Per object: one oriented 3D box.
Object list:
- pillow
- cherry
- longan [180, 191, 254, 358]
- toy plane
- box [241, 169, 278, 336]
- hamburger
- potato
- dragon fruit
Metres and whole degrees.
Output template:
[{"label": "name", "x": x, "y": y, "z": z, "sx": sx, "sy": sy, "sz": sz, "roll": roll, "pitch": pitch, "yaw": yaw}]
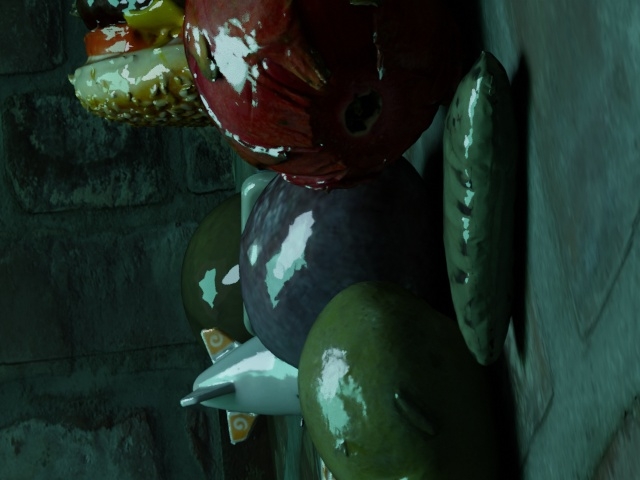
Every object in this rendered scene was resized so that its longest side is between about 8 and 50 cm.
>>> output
[{"label": "pillow", "x": 0.113, "y": -0.030, "z": 1.253, "sx": 0.093, "sy": 0.051, "sz": 0.241, "roll": -119, "pitch": 23, "yaw": -61}, {"label": "cherry", "x": 0.020, "y": 0.019, "z": 1.550, "sx": 0.213, "sy": 0.183, "sz": 0.266, "roll": -113, "pitch": 33, "yaw": -41}, {"label": "longan", "x": -0.075, "y": 0.054, "z": 2.170, "sx": 0.248, "sy": 0.248, "sz": 0.248, "roll": 174, "pitch": 90, "yaw": -83}, {"label": "toy plane", "x": -0.014, "y": 0.124, "z": 1.695, "sx": 0.117, "sy": 0.244, "sz": 0.245, "roll": -19, "pitch": -75, "yaw": -69}, {"label": "box", "x": 0.000, "y": 0.000, "z": 1.830, "sx": 0.130, "sy": 0.162, "sz": 0.227, "roll": -87, "pitch": -2, "yaw": -52}, {"label": "hamburger", "x": -0.150, "y": -0.265, "z": 2.151, "sx": 0.330, "sy": 0.330, "sz": 0.250, "roll": -162, "pitch": 73, "yaw": -83}, {"label": "potato", "x": 0.067, "y": 0.145, "z": 1.382, "sx": 0.178, "sy": 0.160, "sz": 0.235, "roll": 13, "pitch": -131, "yaw": -57}, {"label": "dragon fruit", "x": -0.001, "y": -0.164, "z": 1.394, "sx": 0.241, "sy": 0.241, "sz": 0.252, "roll": 92, "pitch": -177, "yaw": -50}]
